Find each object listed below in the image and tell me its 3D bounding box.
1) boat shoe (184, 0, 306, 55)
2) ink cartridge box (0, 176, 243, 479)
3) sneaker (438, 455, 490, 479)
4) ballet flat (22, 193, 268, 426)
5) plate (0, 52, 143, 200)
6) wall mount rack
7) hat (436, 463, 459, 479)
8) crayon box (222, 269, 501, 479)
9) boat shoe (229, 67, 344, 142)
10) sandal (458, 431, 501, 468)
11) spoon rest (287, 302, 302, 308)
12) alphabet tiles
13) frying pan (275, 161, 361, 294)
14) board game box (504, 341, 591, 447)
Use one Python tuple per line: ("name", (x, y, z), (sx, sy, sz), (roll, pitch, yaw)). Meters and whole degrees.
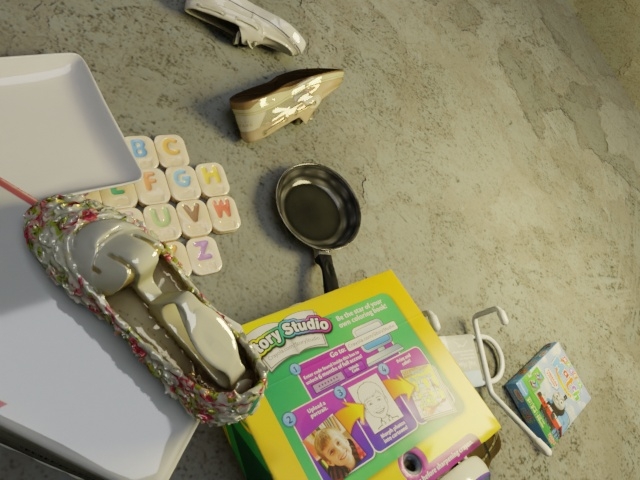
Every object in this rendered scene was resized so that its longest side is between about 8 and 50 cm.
("boat shoe", (-0.161, -0.462, 1.028), (0.268, 0.096, 0.088), (24, 88, -27))
("ink cartridge box", (-0.297, 0.133, 0.510), (0.279, 0.385, 0.160), (34, 53, -14))
("sneaker", (0.183, 0.440, 0.591), (0.323, 0.130, 0.236), (-3, 48, -49))
("ballet flat", (-0.125, 0.043, 0.368), (0.241, 0.077, 0.091), (45, 51, -5))
("plate", (-0.462, -0.164, 0.732), (0.278, 0.045, 0.277), (-22, 75, -35))
("wall mount rack", (0.303, 0.290, 0.955), (0.351, 0.130, 0.303), (2, 68, -30))
("hat", (0.114, 0.460, 0.751), (0.332, 0.133, 0.331), (19, 35, -14))
("crayon box", (0.044, 0.238, 0.724), (0.363, 0.106, 0.313), (-16, 61, -34))
("boat shoe", (-0.061, -0.298, 1.019), (0.302, 0.109, 0.098), (-37, 130, -37))
("sandal", (0.310, 0.427, 0.957), (0.180, 0.049, 0.072), (-12, 82, -49))
("spoon rest", (-0.038, 0.233, 0.806), (0.137, 0.084, 0.276), (30, 58, -17))
("alphabet tiles", (-0.285, -0.061, 0.822), (0.284, 0.021, 0.277), (-12, 76, -33))
("frying pan", (0.022, -0.010, 0.962), (0.197, 0.053, 0.325), (-19, 80, -36))
("board game box", (0.544, 0.360, 1.127), (0.212, 0.039, 0.160), (-24, 83, -37))
